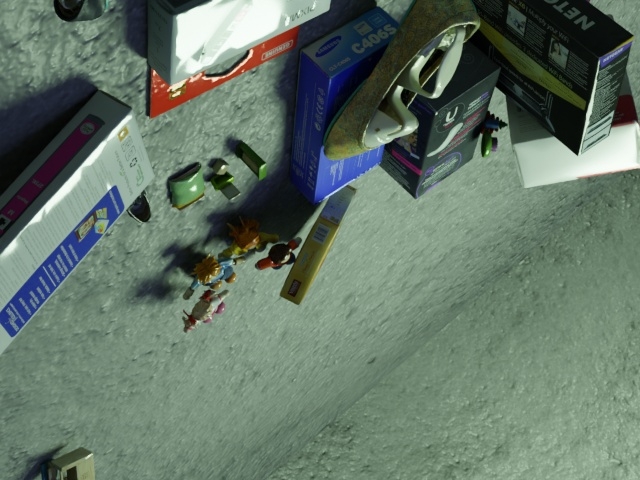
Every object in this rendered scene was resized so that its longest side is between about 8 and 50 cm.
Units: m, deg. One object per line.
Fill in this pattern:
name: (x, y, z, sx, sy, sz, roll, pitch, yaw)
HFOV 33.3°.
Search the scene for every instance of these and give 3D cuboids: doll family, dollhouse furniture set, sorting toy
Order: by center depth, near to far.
dollhouse furniture set: (-0.162, -0.090, 1.691, 0.152, 0.058, 0.076, -34, 156, -22)
doll family: (-0.162, 0.044, 1.888, 0.263, 0.118, 0.163, -37, 175, -3)
sorting toy: (0.320, -0.199, 1.975, 0.042, 0.102, 0.061, 4, 144, -1)
dollhouse furniture set: (-0.493, 0.483, 2.137, 0.129, 0.129, 0.183, -21, 120, -44)

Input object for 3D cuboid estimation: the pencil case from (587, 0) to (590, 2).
pencil case: (0.490, -0.477, 2.049, 0.095, 0.098, 0.209, -37, 158, -17)

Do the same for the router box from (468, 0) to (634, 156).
router box: (0.369, -0.325, 1.805, 0.081, 0.309, 0.243, -33, 150, -17)

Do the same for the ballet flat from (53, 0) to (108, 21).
ballet flat: (-0.253, -0.308, 1.127, 0.074, 0.074, 0.203, -28, 156, -32)

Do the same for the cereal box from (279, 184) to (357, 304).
cereal box: (0.000, 0.000, 1.983, 0.173, 0.047, 0.240, -64, 179, 22)

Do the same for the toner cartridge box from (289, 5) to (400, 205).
toner cartridge box: (0.040, -0.215, 1.787, 0.165, 0.075, 0.348, -35, 157, -24)

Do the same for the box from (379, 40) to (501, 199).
box: (0.197, -0.230, 1.934, 0.165, 0.143, 0.270, -36, 158, -23)

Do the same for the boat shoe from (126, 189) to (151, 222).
boat shoe: (-0.276, -0.064, 1.569, 0.046, 0.038, 0.125, -37, 158, -16)

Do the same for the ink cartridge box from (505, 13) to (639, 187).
ink cartridge box: (0.464, -0.263, 2.006, 0.226, 0.306, 0.131, -10, 136, 15)

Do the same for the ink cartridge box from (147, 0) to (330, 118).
ink cartridge box: (-0.106, -0.280, 1.443, 0.275, 0.060, 0.239, -31, 154, -27)

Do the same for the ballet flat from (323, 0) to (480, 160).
ballet flat: (0.125, -0.233, 1.644, 0.123, 0.123, 0.348, -10, 140, -54)

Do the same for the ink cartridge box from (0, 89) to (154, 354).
ink cartridge box: (-0.359, -0.007, 1.375, 0.371, 0.069, 0.176, -55, 164, -21)
